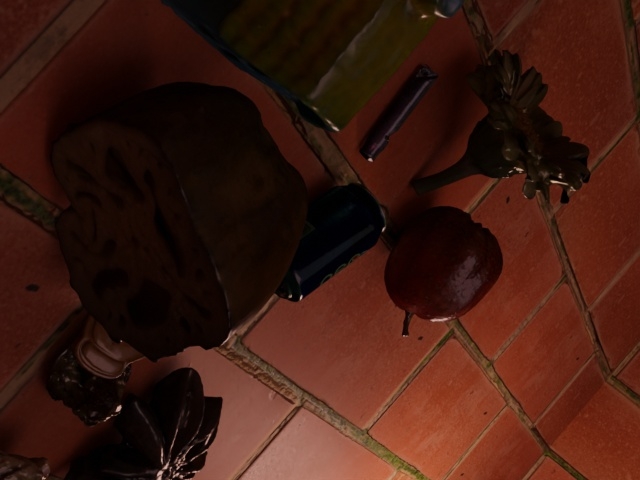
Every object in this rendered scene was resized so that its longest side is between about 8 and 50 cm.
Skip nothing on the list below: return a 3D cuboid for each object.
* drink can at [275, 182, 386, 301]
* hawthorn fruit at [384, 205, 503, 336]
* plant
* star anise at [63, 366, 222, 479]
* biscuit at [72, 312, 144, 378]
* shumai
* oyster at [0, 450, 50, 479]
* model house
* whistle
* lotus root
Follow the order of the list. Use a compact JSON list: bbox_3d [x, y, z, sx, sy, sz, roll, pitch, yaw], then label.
[{"bbox_3d":[0.000,0.000,1.453,0.205,0.118,0.118,-35,144,-22],"label":"drink can"},{"bbox_3d":[0.209,0.063,1.700,0.253,0.205,0.205,-54,147,5],"label":"hawthorn fruit"},{"bbox_3d":[0.329,-0.146,1.578,0.297,0.261,0.306,-58,157,9],"label":"plant"},{"bbox_3d":[-0.278,0.336,1.460,0.315,0.108,0.315,-29,142,-25],"label":"star anise"},{"bbox_3d":[-0.268,0.123,1.270,0.118,0.023,0.140,32,70,-36],"label":"biscuit"},{"bbox_3d":[-0.308,0.193,1.304,0.123,0.105,0.139,-53,173,-3],"label":"shumai"},{"bbox_3d":[-0.511,0.400,1.228,0.351,0.114,0.238,-40,146,-16],"label":"oyster"},{"bbox_3d":[0.000,-0.275,1.028,0.237,0.303,0.215,-51,141,1],"label":"model house"},{"bbox_3d":[0.123,-0.202,1.481,0.176,0.033,0.033,-53,147,4],"label":"whistle"},{"bbox_3d":[-0.175,-0.043,1.111,0.250,0.316,0.316,-44,152,-45],"label":"lotus root"}]
